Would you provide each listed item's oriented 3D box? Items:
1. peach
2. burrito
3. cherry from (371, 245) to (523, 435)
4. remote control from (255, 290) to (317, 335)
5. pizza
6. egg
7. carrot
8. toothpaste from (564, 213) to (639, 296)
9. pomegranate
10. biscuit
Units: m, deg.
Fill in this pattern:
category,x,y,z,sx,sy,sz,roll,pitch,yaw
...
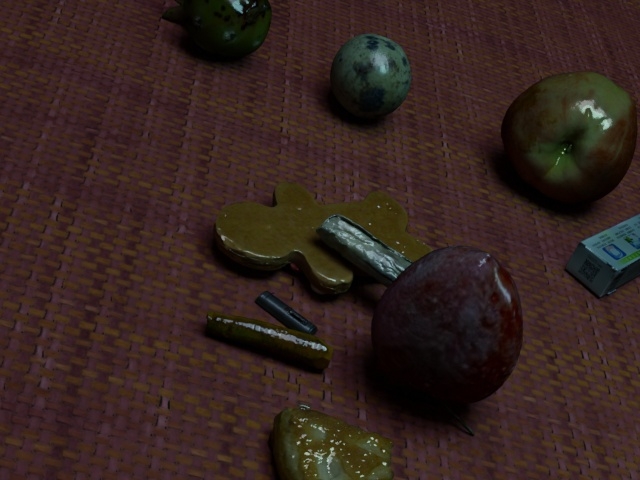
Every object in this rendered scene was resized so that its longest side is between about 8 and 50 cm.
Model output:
category,x,y,z,sx,sy,sz,roll,pitch,yaw
peach,0.442,-0.190,2.029,0.232,0.232,0.257,28,27,6
burrito,0.079,0.025,1.616,0.188,0.045,0.058,35,63,10
cherry,0.169,0.102,1.476,0.192,0.250,0.175,34,46,16
remote control,-0.044,0.097,1.556,0.091,0.016,0.034,35,42,16
pizza,0.022,0.262,1.355,0.161,0.062,0.182,-16,46,-33
egg,0.087,-0.288,2.012,0.141,0.141,0.182,15,28,-12
carrot,-0.067,0.126,1.490,0.170,0.042,0.042,16,37,-6
toothpaste,0.541,0.006,1.963,0.336,0.067,0.081,-20,54,-45
pomegranate,-0.176,-0.406,2.008,0.156,0.156,0.220,-10,44,-38
biscuit,0.000,0.000,1.678,0.339,0.047,0.216,-3,43,-32
